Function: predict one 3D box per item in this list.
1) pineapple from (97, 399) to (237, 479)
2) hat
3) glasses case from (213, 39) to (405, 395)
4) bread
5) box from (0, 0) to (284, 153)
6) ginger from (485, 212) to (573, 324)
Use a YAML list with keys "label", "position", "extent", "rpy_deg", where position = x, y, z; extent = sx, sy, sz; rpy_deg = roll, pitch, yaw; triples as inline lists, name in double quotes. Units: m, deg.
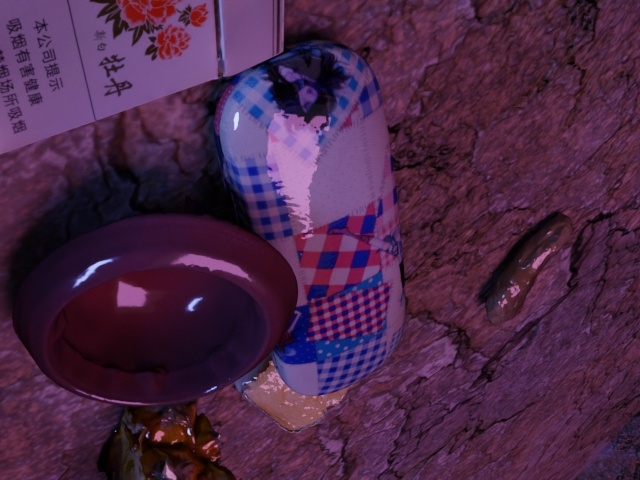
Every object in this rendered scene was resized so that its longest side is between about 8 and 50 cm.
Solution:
- label: "pineapple"
  position: [-0.146, 0.256, 0.785]
  extent: [0.114, 0.237, 0.186]
  rpy_deg: [-6, 174, -36]
- label: "hat"
  position: [-0.117, 0.041, 0.586]
  extent: [0.205, 0.089, 0.205]
  rpy_deg: [-7, 137, -7]
- label: "glasses case"
  position: [0.000, 0.000, 0.643]
  extent: [0.125, 0.076, 0.328]
  rpy_deg: [-24, 130, -17]
- label: "bread"
  position: [-0.019, 0.115, 0.800]
  extent: [0.125, 0.082, 0.106]
  rpy_deg: [-42, 123, 2]
- label: "box"
  position: [-0.109, -0.126, 0.461]
  extent: [0.198, 0.029, 0.109]
  rpy_deg: [-25, 145, -23]
- label: "ginger"
  position: [0.267, 0.042, 1.050]
  extent: [0.069, 0.051, 0.173]
  rpy_deg: [-2, 134, -50]
